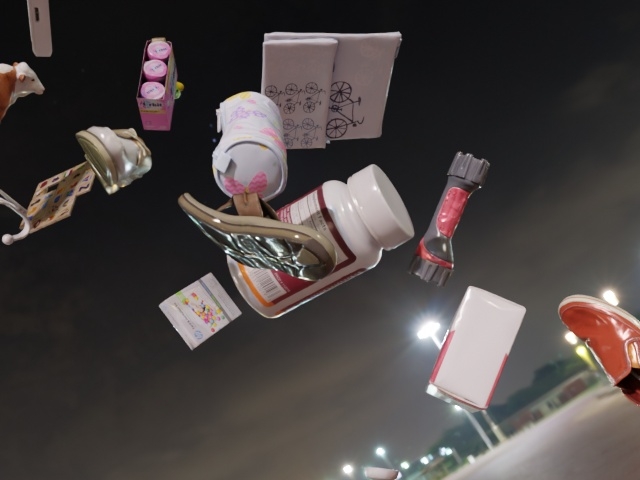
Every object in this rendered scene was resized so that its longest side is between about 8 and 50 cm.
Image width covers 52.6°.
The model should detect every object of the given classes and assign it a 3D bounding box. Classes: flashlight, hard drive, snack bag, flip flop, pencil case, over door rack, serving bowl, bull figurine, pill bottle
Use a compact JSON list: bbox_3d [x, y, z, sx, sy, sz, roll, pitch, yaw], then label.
[{"bbox_3d":[0.299,-0.048,1.483,0.304,0.103,0.103,-67,-16,4],"label":"flashlight"},{"bbox_3d":[-0.590,-0.560,1.332,0.040,0.307,0.203,-6,-33,-23],"label":"hard drive"},{"bbox_3d":[0.019,-0.364,1.610,0.343,0.037,0.323,-5,-44,-13],"label":"snack bag"},{"bbox_3d":[-0.080,-0.020,0.846,0.080,0.277,0.112,-57,-47,-21],"label":"flip flop"},{"bbox_3d":[-0.120,-0.166,1.103,0.124,0.273,0.113,36,-70,-24],"label":"pencil case"},{"bbox_3d":[-0.656,-0.134,1.071,0.108,0.239,0.324,-51,-34,-27],"label":"over door rack"},{"bbox_3d":[0.143,0.554,1.524,0.083,0.027,0.083,6,-22,2],"label":"serving bowl"},{"bbox_3d":[-0.780,-0.312,1.467,0.310,0.101,0.188,-25,-42,-57],"label":"bull figurine"},{"bbox_3d":[0.000,0.000,1.494,0.392,0.224,0.224,-29,-20,18],"label":"pill bottle"}]

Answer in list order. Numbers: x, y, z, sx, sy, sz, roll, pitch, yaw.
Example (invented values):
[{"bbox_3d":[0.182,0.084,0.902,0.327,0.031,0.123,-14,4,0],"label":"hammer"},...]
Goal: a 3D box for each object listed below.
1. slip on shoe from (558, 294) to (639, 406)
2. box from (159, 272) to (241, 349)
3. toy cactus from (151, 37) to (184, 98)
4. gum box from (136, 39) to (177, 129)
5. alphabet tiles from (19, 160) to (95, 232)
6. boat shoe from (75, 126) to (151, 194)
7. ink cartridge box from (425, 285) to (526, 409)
[{"bbox_3d":[0.594,0.233,1.257,0.101,0.331,0.123,-26,-32,-28],"label":"slip on shoe"},{"bbox_3d":[-0.315,0.184,1.717,0.038,0.145,0.186,-39,-3,39],"label":"box"},{"bbox_3d":[-0.429,-0.446,1.726,0.112,0.219,0.180,-9,-66,-12],"label":"toy cactus"},{"bbox_3d":[-0.377,-0.363,1.504,0.062,0.188,0.107,2,-30,-4],"label":"gum box"},{"bbox_3d":[-0.660,-0.114,1.640,0.198,0.237,0.009,-22,-51,11],"label":"alphabet tiles"},{"bbox_3d":[-0.375,-0.162,1.200,0.103,0.113,0.302,-33,9,-16],"label":"boat shoe"},{"bbox_3d":[0.330,0.250,1.422,0.306,0.131,0.226,71,-137,-73],"label":"ink cartridge box"}]
